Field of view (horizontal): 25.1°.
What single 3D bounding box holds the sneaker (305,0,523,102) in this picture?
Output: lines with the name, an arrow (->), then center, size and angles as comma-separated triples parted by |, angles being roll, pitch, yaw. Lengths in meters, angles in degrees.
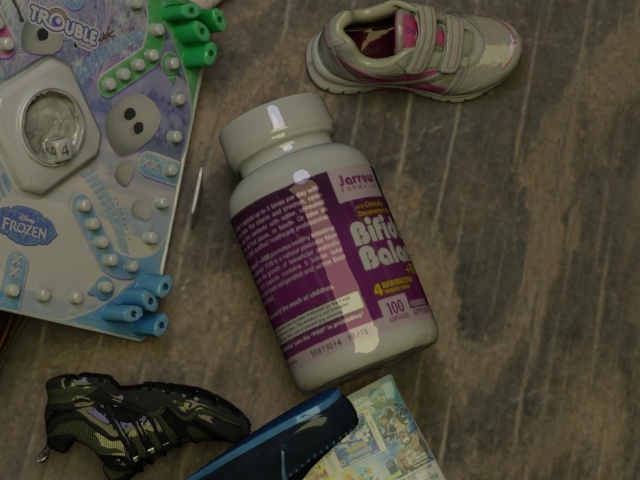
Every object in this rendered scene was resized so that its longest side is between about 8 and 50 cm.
sneaker -> 0.113, -0.219, 1.650 | 0.252, 0.111, 0.103 | -4, 78, -6

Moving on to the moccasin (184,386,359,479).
moccasin -> -0.082, 0.278, 1.491 | 0.342, 0.137, 0.117 | -38, 84, 23

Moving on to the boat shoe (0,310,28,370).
boat shoe -> -0.377, 0.066, 1.539 | 0.123, 0.123, 0.342 | 17, 77, -1

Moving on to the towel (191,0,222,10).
towel -> -0.165, -0.445, 1.705 | 0.332, 0.053, 0.317 | -42, 85, -11

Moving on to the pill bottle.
pill bottle -> 0.000, 0.000, 1.564 | 0.169, 0.169, 0.302 | -21, 81, -9

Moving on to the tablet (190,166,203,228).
tablet -> -0.137, -0.046, 1.605 | 0.006, 0.083, 0.054 | 11, 77, -3

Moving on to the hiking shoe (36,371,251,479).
hiking shoe -> -0.190, 0.210, 1.557 | 0.226, 0.086, 0.114 | 9, 91, 2

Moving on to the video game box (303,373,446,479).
video game box -> 0.029, 0.274, 1.571 | 0.205, 0.048, 0.187 | -26, 83, -10

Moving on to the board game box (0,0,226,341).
board game box -> -0.276, -0.118, 1.483 | 0.390, 0.050, 0.390 | 19, 78, -45
